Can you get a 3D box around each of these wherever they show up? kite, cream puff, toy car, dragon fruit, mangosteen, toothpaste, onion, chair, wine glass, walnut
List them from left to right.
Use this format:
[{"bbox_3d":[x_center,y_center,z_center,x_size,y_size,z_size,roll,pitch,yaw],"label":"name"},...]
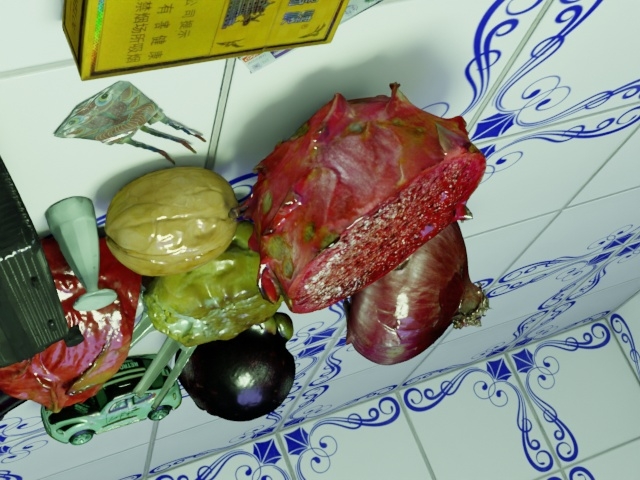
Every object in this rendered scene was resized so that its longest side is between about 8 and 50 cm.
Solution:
[{"bbox_3d":[-0.475,0.121,1.512,0.330,0.302,0.240,6,180,-27],"label":"dragon fruit"},{"bbox_3d":[-0.345,0.021,1.385,0.073,0.155,0.073,-17,160,-6],"label":"wine glass"},{"bbox_3d":[-0.456,0.335,2.100,0.305,0.136,0.125,-13,144,-22],"label":"toy car"},{"bbox_3d":[-0.245,-0.146,1.280,0.127,0.016,0.229,-27,157,20],"label":"kite"},{"bbox_3d":[-0.276,0.171,1.811,0.275,0.190,0.203,-49,164,-11],"label":"chair"},{"bbox_3d":[-0.214,-0.029,1.407,0.206,0.159,0.159,-19,160,-23],"label":"walnut"},{"bbox_3d":[-0.178,0.055,1.604,0.281,0.185,0.282,-20,162,-7],"label":"cream puff"},{"bbox_3d":[-0.161,0.229,2.023,0.302,0.275,0.275,-61,156,-2],"label":"mangosteen"},{"bbox_3d":[-0.014,-0.271,1.171,0.196,0.040,0.047,-27,155,10],"label":"toothpaste"},{"bbox_3d":[0.046,-0.078,1.403,0.371,0.249,0.386,-20,155,-46],"label":"dragon fruit"},{"bbox_3d":[0.191,0.088,1.844,0.285,0.348,0.347,20,159,7],"label":"onion"}]

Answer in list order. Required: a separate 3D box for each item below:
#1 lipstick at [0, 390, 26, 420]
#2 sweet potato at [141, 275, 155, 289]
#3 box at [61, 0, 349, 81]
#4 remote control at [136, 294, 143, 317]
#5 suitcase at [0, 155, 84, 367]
[{"bbox_3d":[-0.656,0.325,1.924,0.299,0.081,0.081,-32,158,24],"label":"lipstick"},{"bbox_3d":[-0.272,0.038,1.679,0.117,0.049,0.049,-40,156,13],"label":"sweet potato"},{"bbox_3d":[-0.106,-0.274,0.997,0.301,0.084,0.193,-14,158,-24],"label":"box"},{"bbox_3d":[-0.422,0.140,1.664,0.313,0.109,0.055,-35,157,30],"label":"remote control"},{"bbox_3d":[-0.416,0.007,1.167,0.152,0.230,0.335,-25,160,-18],"label":"suitcase"}]
